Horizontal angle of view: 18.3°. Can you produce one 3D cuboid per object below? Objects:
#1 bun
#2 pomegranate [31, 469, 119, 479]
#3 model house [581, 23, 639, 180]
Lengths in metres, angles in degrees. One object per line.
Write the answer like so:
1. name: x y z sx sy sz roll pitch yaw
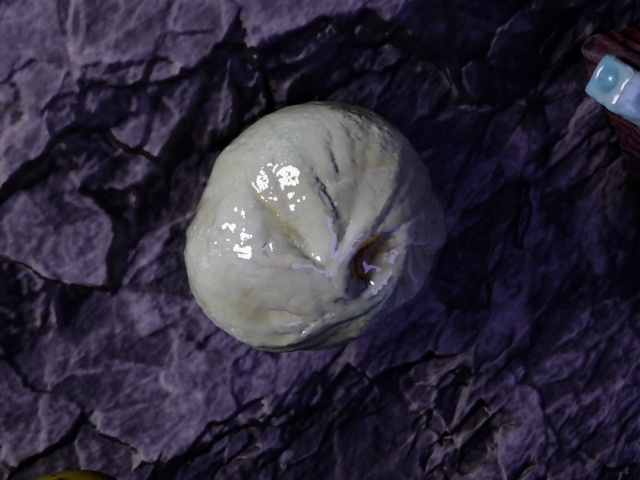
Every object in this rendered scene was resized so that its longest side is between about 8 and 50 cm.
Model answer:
1. bun: 0.000 0.000 1.436 0.195 0.118 0.195 -15 125 -23
2. pomegranate: -0.195 0.251 1.431 0.205 0.159 0.159 -26 132 17
3. model house: 0.338 -0.043 1.520 0.249 0.280 0.230 13 106 -43
